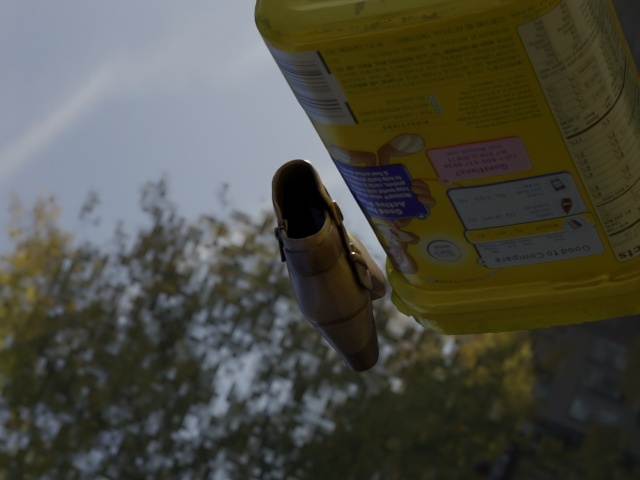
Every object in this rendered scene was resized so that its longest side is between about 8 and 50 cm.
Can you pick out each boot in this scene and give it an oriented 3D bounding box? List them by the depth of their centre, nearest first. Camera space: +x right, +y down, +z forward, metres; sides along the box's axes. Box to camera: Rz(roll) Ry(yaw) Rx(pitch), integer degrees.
[{"bbox_3d":[0.000,0.000,0.803,0.118,0.042,0.087,-113,0,-54],"label":"boot"}]

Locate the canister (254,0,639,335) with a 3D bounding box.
[{"bbox_3d":[0.062,-0.045,0.675,0.170,0.126,0.073,59,-148,-44],"label":"canister"}]
